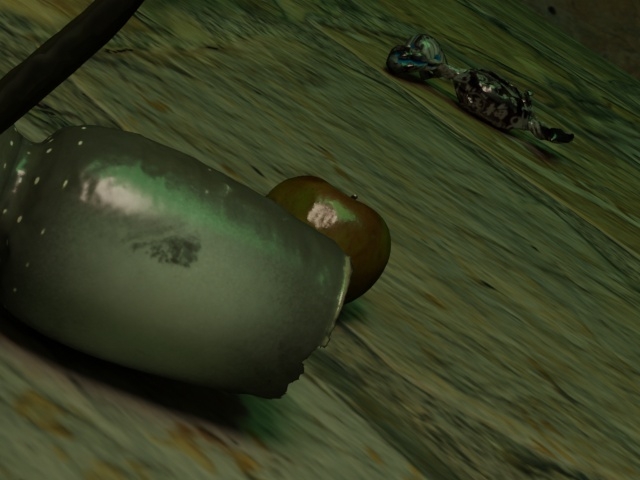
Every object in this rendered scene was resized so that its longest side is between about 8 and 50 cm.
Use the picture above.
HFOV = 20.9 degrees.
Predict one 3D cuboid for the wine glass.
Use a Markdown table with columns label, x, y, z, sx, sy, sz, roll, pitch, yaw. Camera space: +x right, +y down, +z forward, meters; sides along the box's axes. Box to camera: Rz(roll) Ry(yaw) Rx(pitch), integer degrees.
| label | x | y | z | sx | sy | sz | roll | pitch | yaw |
| --- | --- | --- | --- | --- | --- | --- | --- | --- | --- |
| wine glass | -0.094 | 0.005 | 0.860 | 0.204 | 0.111 | 0.111 | 24 | 17 | -15 |

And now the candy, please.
| label | x | y | z | sx | sy | sz | roll | pitch | yaw |
| --- | --- | --- | --- | --- | --- | --- | --- | --- | --- |
| candy | 0.177 | -0.156 | 1.898 | 0.226 | 0.051 | 0.094 | 26 | 27 | -3 |

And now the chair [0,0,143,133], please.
| label | x | y | z | sx | sy | sz | roll | pitch | yaw |
| --- | --- | --- | --- | --- | --- | --- | --- | --- | --- |
| chair | -0.252 | -0.129 | 0.538 | 0.364 | 0.362 | 0.410 | 49 | -1 | -14 |

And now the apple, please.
| label | x | y | z | sx | sy | sz | roll | pitch | yaw |
| --- | --- | --- | --- | --- | --- | --- | --- | --- | --- |
| apple | 0.000 | 0.000 | 1.097 | 0.090 | 0.074 | 0.089 | 28 | 14 | -8 |
